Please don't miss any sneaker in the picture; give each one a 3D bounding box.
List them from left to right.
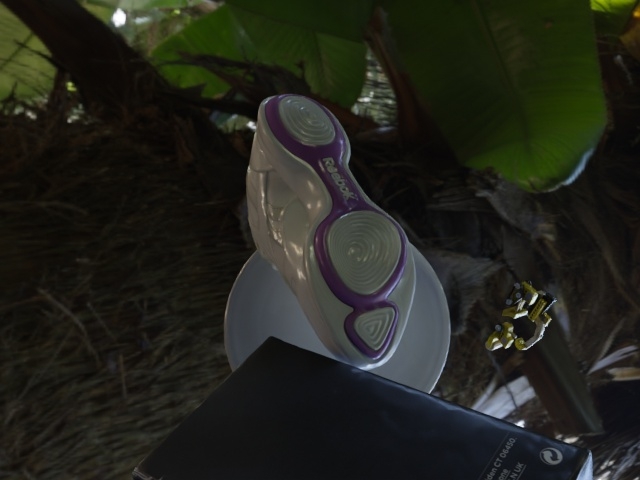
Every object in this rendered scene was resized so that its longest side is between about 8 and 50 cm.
[{"bbox_3d":[0.000,0.000,0.711,0.152,0.114,0.305,-60,-140,47],"label":"sneaker"}]

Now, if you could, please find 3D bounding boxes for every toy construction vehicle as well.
[{"bbox_3d":[0.244,0.094,0.840,0.035,0.085,0.098,40,-62,35],"label":"toy construction vehicle"}]

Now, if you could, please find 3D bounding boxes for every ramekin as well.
[{"bbox_3d":[0.019,0.114,0.894,0.127,0.272,0.273,97,-21,-75],"label":"ramekin"}]

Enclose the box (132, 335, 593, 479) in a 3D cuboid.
[{"bbox_3d":[0.050,0.269,0.566,0.293,0.182,0.297,13,-48,37],"label":"box"}]
